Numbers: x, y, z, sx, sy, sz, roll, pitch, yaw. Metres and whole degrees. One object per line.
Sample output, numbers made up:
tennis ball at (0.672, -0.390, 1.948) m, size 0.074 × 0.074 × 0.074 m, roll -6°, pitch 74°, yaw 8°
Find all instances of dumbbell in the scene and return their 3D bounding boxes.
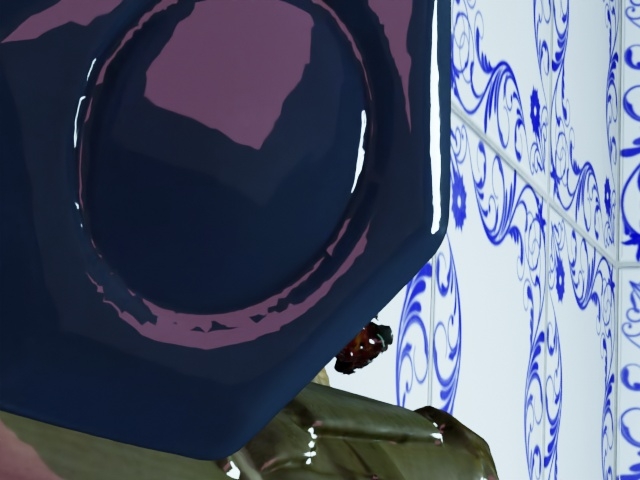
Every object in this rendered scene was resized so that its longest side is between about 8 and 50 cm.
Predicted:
dumbbell at (-0.111, -0.062, 0.447) m, size 0.144 × 0.316 × 0.156 m, roll -15°, pitch 116°, yaw -35°

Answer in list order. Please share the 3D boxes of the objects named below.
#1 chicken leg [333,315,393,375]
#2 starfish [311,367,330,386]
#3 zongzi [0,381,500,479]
chicken leg at (0.000, 0.000, 1.129) m, size 0.105 × 0.063 × 0.234 m, roll -77°, pitch 156°, yaw -45°
starfish at (0.053, 0.282, 0.950) m, size 0.324 × 0.082 × 0.432 m, roll 92°, pitch -23°, yaw -48°
zongzi at (-0.166, 0.260, 0.592) m, size 0.467 × 0.218 × 0.499 m, roll 20°, pitch 80°, yaw -43°
